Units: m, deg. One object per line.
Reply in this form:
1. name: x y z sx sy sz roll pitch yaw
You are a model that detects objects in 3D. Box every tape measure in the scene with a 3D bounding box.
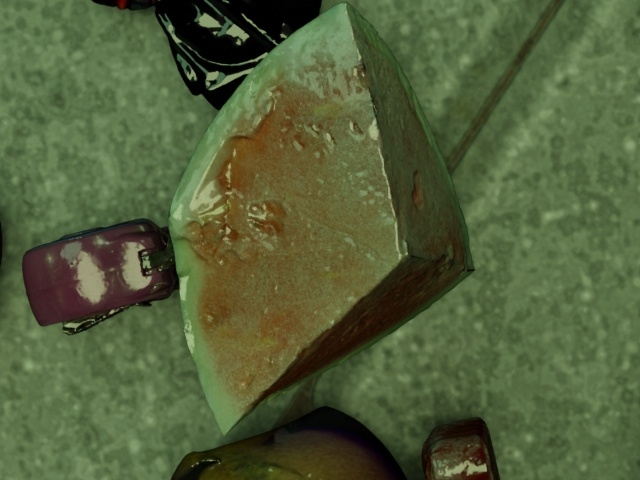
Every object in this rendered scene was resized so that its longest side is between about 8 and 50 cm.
1. tape measure: -0.163 0.026 0.987 0.125 0.118 0.074 -16 90 4

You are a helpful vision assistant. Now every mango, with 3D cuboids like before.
1. mango: -0.001 0.274 0.965 0.201 0.153 0.287 -13 88 45

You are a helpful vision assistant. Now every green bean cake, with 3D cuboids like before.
1. green bean cake: 0.113 0.209 0.979 0.056 0.136 0.135 -13 88 8

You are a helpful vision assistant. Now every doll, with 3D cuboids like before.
1. doll: -0.093 -0.195 1.002 0.249 0.088 0.127 35 113 8

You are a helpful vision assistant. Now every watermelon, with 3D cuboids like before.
1. watermelon: 0.000 0.000 0.955 0.260 0.176 0.256 -36 118 19

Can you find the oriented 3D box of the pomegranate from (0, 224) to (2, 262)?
1. pomegranate: -0.335 0.016 0.942 0.180 0.210 0.179 1 93 16
